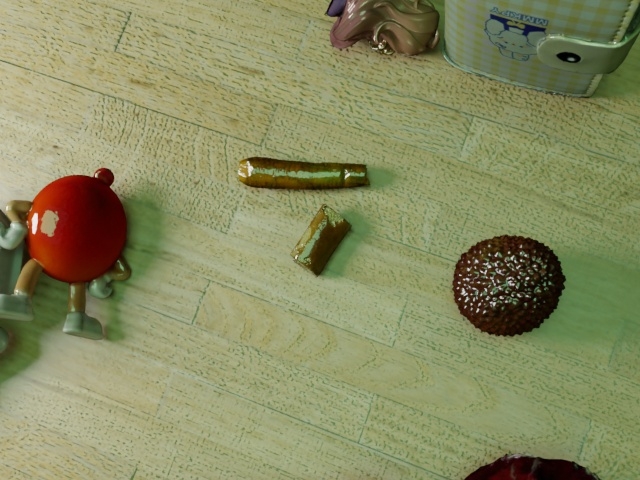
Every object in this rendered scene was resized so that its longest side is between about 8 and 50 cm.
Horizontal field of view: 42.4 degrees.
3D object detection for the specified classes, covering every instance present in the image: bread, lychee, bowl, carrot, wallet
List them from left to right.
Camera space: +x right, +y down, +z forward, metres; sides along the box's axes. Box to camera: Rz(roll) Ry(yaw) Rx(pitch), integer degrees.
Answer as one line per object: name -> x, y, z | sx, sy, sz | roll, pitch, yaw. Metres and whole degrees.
bowl -> -0.426, 0.025, 1.048 | 0.086, 0.189, 0.189 | 9, 79, -25
carrot -> -0.020, -0.086, 1.057 | 0.170, 0.042, 0.042 | 1, 80, 6
bread -> 0.000, 0.000, 1.039 | 0.047, 0.036, 0.083 | 34, 85, -3
lychee -> 0.220, 0.048, 0.956 | 0.123, 0.129, 0.123 | 13, 54, -18
wallet -> 0.238, -0.250, 0.912 | 0.223, 0.309, 0.077 | 20, 87, 10

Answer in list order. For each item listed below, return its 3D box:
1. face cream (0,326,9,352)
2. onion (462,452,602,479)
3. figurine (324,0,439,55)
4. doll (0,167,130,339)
face cream -> -0.517, 0.172, 1.047 | 0.251, 0.101, 0.101 | -24, 77, 3
onion -> 0.227, 0.351, 0.847 | 0.252, 0.219, 0.252 | -4, 74, 16
figurine -> 0.075, -0.284, 1.045 | 0.157, 0.114, 0.126 | 42, 130, 6
doll -> -0.320, 0.005, 1.035 | 0.085, 0.183, 0.217 | -3, 70, 47
